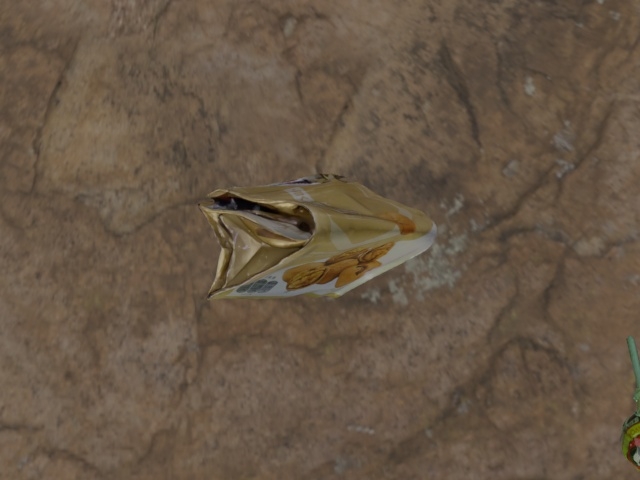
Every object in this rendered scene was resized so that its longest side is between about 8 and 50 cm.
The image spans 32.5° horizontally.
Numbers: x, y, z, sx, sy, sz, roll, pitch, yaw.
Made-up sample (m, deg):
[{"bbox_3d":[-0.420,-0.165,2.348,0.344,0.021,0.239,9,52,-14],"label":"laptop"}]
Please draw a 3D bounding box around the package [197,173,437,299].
[{"bbox_3d":[-0.015,-0.028,1.549,0.221,0.311,0.165,-31,73,33],"label":"package"}]

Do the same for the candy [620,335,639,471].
[{"bbox_3d":[0.492,0.242,1.685,0.083,0.305,0.091,4,118,6],"label":"candy"}]
